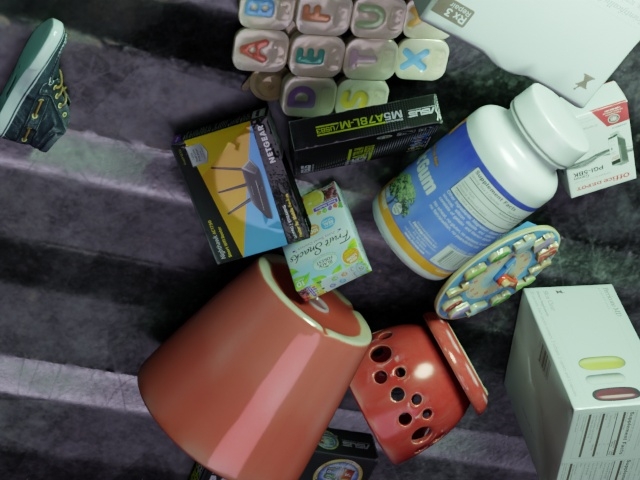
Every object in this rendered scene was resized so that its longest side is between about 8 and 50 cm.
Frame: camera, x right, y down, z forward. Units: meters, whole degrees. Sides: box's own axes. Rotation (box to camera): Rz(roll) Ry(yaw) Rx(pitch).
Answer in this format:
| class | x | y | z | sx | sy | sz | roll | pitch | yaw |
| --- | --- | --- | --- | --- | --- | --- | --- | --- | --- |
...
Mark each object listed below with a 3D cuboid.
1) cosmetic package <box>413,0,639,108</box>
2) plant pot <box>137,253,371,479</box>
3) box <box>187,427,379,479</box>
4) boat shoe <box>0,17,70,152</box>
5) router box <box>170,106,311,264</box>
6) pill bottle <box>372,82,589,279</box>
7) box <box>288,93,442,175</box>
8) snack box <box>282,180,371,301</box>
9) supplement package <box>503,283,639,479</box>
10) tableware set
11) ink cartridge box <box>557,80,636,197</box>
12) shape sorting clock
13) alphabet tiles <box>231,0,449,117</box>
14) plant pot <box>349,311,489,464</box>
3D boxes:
| class | x | y | z | sx | sy | sz | roll | pitch | yaw |
| --- | --- | --- | --- | --- | --- | --- | --- | --- | --- |
| cosmetic package | 0.193 | -0.332 | 1.381 | 0.217 | 0.385 | 0.156 | 23 | 120 | -27 |
| plant pot | -0.075 | 0.170 | 1.819 | 0.275 | 0.275 | 0.243 | 29 | 107 | -29 |
| box | -0.070 | 0.387 | 2.101 | 0.270 | 0.060 | 0.216 | 12 | 125 | -20 |
| boat shoe | -0.333 | -0.188 | 1.599 | 0.083 | 0.065 | 0.183 | 21 | 128 | -27 |
| router box | -0.101 | -0.070 | 1.709 | 0.133 | 0.046 | 0.179 | -16 | 112 | 9 |
| pill bottle | 0.212 | -0.081 | 1.715 | 0.152 | 0.152 | 0.272 | 33 | 121 | -31 |
| box | 0.052 | -0.131 | 1.655 | 0.184 | 0.191 | 0.045 | -13 | 84 | -3 |
| snack box | 0.000 | 0.000 | 1.757 | 0.100 | 0.141 | 0.037 | -26 | 143 | 10 |
| supplement package | 0.386 | 0.224 | 1.935 | 0.145 | 0.262 | 0.204 | -2 | 128 | -10 |
| tableware set | -0.012 | -0.215 | 1.667 | 0.168 | 0.020 | 0.141 | 22 | 120 | -24 |
| ink cartridge box | 0.370 | -0.136 | 1.782 | 0.099 | 0.056 | 0.135 | -18 | 128 | 2 |
| shape sorting clock | 0.253 | 0.049 | 1.857 | 0.206 | 0.040 | 0.206 | -29 | 154 | -15 |
| alphabet tiles | 0.037 | -0.279 | 1.607 | 0.278 | 0.021 | 0.284 | 2 | 122 | -14 |
| plant pot | 0.137 | 0.207 | 1.925 | 0.174 | 0.191 | 0.191 | -30 | 128 | 3 |
